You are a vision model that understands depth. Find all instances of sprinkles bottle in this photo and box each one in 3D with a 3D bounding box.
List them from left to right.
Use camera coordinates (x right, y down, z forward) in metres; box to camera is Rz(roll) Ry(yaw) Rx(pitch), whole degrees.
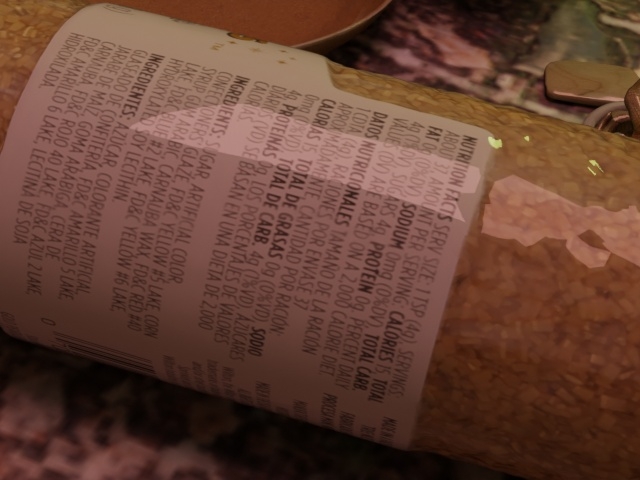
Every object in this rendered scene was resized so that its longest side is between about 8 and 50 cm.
[{"bbox_3d":[0.000,0.000,0.397,0.355,0.121,0.121,15,42,8],"label":"sprinkles bottle"}]

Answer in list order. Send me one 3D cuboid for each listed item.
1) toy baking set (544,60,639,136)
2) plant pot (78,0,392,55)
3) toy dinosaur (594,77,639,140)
[{"bbox_3d":[0.218,-0.025,0.530,0.197,0.030,0.256,-13,45,-22],"label":"toy baking set"},{"bbox_3d":[-0.073,-0.145,0.618,0.236,0.032,0.236,4,41,-4],"label":"plant pot"},{"bbox_3d":[0.115,-0.023,0.473,0.183,0.053,0.092,21,59,19],"label":"toy dinosaur"}]
